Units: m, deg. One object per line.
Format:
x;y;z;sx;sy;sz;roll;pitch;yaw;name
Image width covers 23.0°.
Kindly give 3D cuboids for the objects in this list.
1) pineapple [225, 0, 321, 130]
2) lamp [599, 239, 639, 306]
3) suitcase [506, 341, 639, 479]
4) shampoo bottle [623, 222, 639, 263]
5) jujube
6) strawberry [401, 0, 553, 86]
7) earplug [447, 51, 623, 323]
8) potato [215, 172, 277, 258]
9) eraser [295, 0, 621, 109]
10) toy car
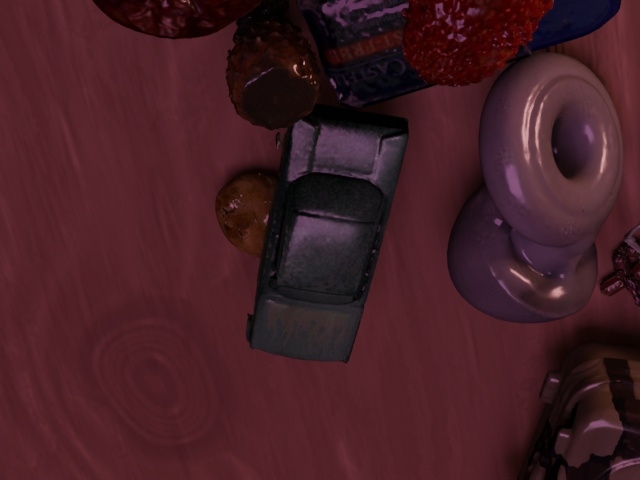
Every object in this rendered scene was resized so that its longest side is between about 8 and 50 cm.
-0.057;-0.206;1.699;0.108;0.197;0.108;-4;131;-5;pineapple
0.374;0.037;1.884;0.063;0.031;0.083;13;118;-1;lamp
0.414;0.305;1.954;0.339;0.194;0.351;11;124;-6;suitcase
0.424;0.054;1.834;0.195;0.056;0.056;38;119;-12;shampoo bottle
-0.139;-0.323;1.639;0.213;0.213;0.232;23;124;-6;jujube
0.165;-0.230;1.595;0.167;0.087;0.208;4;123;4;strawberry
0.236;-0.052;1.764;0.175;0.214;0.325;29;130;33;earplug
-0.045;-0.020;1.881;0.171;0.080;0.107;23;135;-8;potato
0.148;-0.255;1.691;0.332;0.101;0.155;-15;118;18;eraser
0.000;0.000;1.786;0.142;0.097;0.320;9;119;-8;toy car
